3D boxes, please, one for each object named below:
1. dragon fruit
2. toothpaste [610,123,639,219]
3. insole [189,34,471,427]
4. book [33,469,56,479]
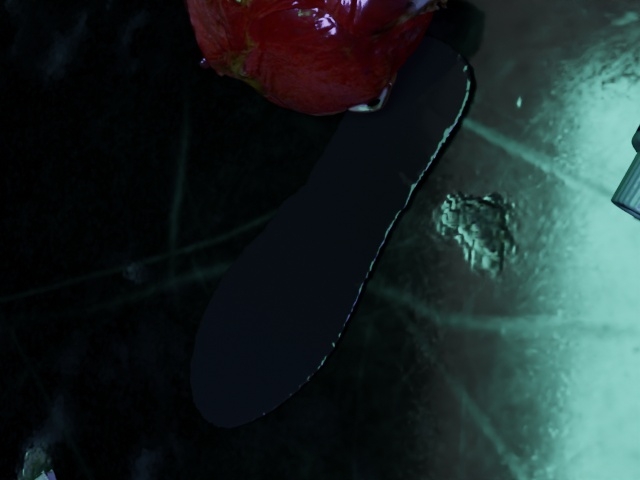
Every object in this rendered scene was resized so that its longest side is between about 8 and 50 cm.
[{"bbox_3d":[-0.019,-0.156,0.609,0.127,0.161,0.120,25,93,49],"label":"dragon fruit"},{"bbox_3d":[0.254,-0.140,0.513,0.075,0.048,0.296,35,97,32],"label":"toothpaste"},{"bbox_3d":[0.000,0.000,0.660,0.109,0.007,0.322,37,102,28],"label":"insole"},{"bbox_3d":[-0.226,0.294,0.747,0.127,0.014,0.181,-37,66,20],"label":"book"}]
